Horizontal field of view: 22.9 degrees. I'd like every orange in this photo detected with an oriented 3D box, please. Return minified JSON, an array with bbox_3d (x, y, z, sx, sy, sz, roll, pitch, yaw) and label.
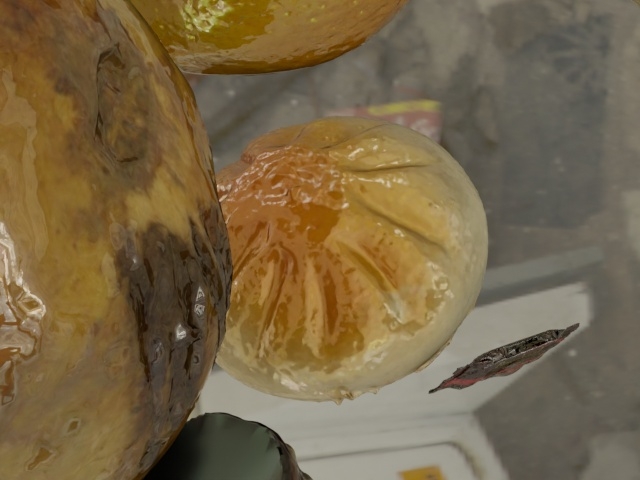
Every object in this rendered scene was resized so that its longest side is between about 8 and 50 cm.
[{"bbox_3d":[-0.069,-0.223,1.149,0.335,0.262,0.196,26,118,34],"label":"orange"}]

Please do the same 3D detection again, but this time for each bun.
[{"bbox_3d":[0.000,0.000,1.445,0.299,0.165,0.299,-13,52,18],"label":"bun"}]

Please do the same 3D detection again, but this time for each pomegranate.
[{"bbox_3d":[-0.188,-0.006,0.687,0.322,0.322,0.322,-1,88,38],"label":"pomegranate"}]

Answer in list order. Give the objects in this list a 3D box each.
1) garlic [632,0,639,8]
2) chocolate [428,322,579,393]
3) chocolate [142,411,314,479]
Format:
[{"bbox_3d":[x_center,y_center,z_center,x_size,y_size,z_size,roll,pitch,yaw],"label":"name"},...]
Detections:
[{"bbox_3d":[0.364,-0.303,1.545,0.338,0.196,0.151,33,81,3],"label":"garlic"},{"bbox_3d":[0.207,0.134,1.766,0.028,0.182,0.086,66,149,17],"label":"chocolate"},{"bbox_3d":[-0.084,0.273,1.170,0.340,0.210,0.225,-24,44,37],"label":"chocolate"}]
